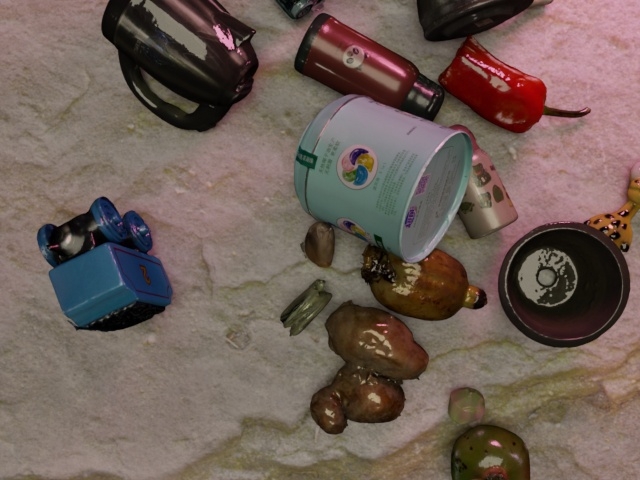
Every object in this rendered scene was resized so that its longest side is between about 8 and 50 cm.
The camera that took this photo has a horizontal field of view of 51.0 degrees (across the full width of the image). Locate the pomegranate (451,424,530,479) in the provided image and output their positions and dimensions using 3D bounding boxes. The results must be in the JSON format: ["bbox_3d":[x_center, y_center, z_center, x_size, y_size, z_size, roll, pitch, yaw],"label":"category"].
[{"bbox_3d":[0.373,0.505,1.461,0.181,0.224,0.182,1,99,8],"label":"pomegranate"}]

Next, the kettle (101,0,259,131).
[{"bbox_3d":[-0.306,-0.405,1.504,0.324,0.228,0.321,39,119,-2],"label":"kettle"}]

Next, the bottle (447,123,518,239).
[{"bbox_3d":[0.337,-0.138,1.502,0.120,0.120,0.253,-25,90,4],"label":"bottle"}]

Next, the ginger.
[{"bbox_3d":[0.102,0.301,1.505,0.244,0.155,0.304,17,91,1],"label":"ginger"}]

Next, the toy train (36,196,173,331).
[{"bbox_3d":[-0.462,0.062,1.463,0.188,0.300,0.265,-25,79,4],"label":"toy train"}]

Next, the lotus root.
[{"bbox_3d":[0.224,0.092,1.503,0.314,0.141,0.169,22,95,-7],"label":"lotus root"}]

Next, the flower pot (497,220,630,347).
[{"bbox_3d":[0.512,0.090,1.469,0.268,0.166,0.269,0,92,4],"label":"flower pot"}]

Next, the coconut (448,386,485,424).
[{"bbox_3d":[0.336,0.374,1.533,0.083,0.082,0.081,34,126,41],"label":"coconut"}]

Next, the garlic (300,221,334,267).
[{"bbox_3d":[0.004,-0.004,1.530,0.066,0.152,0.084,-32,55,-33],"label":"garlic"}]

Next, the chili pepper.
[{"bbox_3d":[0.429,-0.309,1.489,0.338,0.131,0.135,31,122,-4],"label":"chili pepper"}]

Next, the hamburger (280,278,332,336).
[{"bbox_3d":[-0.034,0.153,1.521,0.062,0.140,0.133,45,127,1],"label":"hamburger"}]

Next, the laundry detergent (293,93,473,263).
[{"bbox_3d":[0.117,-0.141,1.405,0.305,0.287,0.287,26,93,28],"label":"laundry detergent"}]

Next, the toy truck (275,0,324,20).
[{"bbox_3d":[0.008,-0.622,1.434,0.162,0.305,0.136,-37,89,-36],"label":"toy truck"}]

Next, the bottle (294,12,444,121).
[{"bbox_3d":[0.115,-0.365,1.498,0.336,0.144,0.144,30,93,2],"label":"bottle"}]

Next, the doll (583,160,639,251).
[{"bbox_3d":[0.692,-0.074,1.498,0.291,0.086,0.117,-50,59,2],"label":"doll"}]

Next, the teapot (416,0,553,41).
[{"bbox_3d":[0.350,-0.581,1.428,0.321,0.239,0.240,-15,92,3],"label":"teapot"}]
